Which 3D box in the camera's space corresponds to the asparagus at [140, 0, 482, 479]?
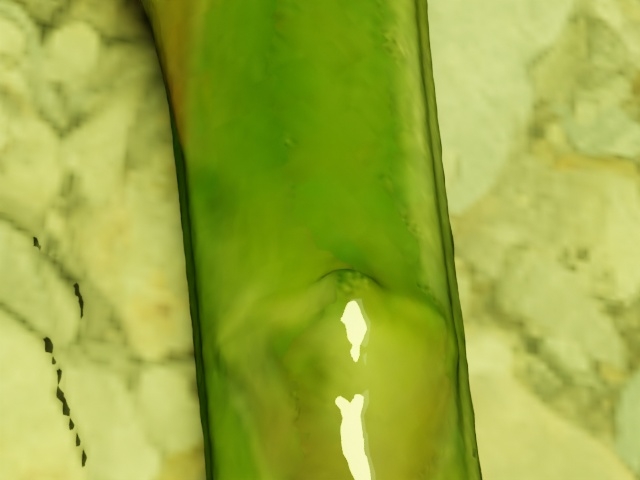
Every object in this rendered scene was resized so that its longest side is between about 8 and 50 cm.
[{"bbox_3d":[0.001,-0.001,0.459,0.085,0.082,0.343,29,49,-46],"label":"asparagus"}]
